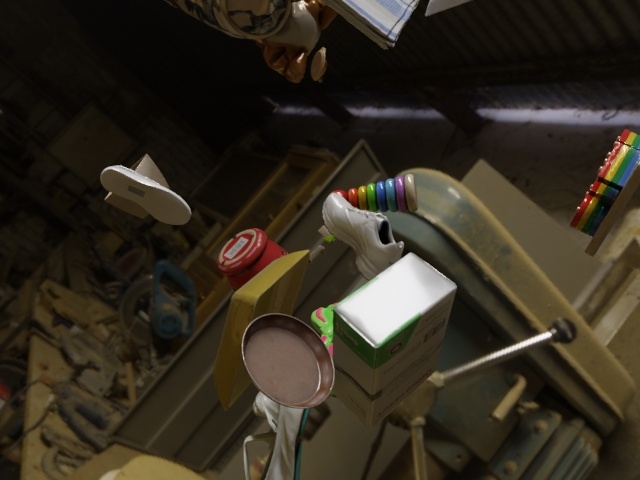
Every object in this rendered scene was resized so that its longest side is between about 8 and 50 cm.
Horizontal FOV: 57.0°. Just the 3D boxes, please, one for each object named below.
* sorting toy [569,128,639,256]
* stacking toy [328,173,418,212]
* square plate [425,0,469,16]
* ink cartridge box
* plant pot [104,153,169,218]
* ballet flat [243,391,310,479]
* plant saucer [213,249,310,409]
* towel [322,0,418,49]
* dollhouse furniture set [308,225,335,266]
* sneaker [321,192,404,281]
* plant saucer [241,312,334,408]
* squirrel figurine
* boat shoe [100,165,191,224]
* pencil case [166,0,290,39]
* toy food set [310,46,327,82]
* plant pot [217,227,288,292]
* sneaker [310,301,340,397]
[{"bbox_3d":[0.706,-0.132,1.427,0.089,0.255,0.257,30,-49,20],"label":"sorting toy"},{"bbox_3d":[0.187,-0.151,2.166,0.331,0.141,0.141,-8,-25,14],"label":"stacking toy"},{"bbox_3d":[0.393,-0.545,1.051,0.049,0.344,0.347,56,-21,-20],"label":"square plate"},{"bbox_3d":[0.133,0.199,1.144,0.122,0.211,0.289,39,-34,32],"label":"ink cartridge box"},{"bbox_3d":[-0.425,-0.119,1.397,0.096,0.109,0.109,44,28,-23],"label":"plant pot"},{"bbox_3d":[-0.085,0.383,1.182,0.139,0.399,0.139,10,1,0],"label":"ballet flat"},{"bbox_3d":[-0.157,0.201,1.474,0.081,0.332,0.333,23,25,12],"label":"plant saucer"},{"bbox_3d":[0.100,-0.514,1.191,0.209,0.285,0.034,35,-41,-9],"label":"towel"},{"bbox_3d":[0.000,0.000,1.675,0.058,0.151,0.076,42,-10,8],"label":"dollhouse furniture set"},{"bbox_3d":[0.112,-0.029,1.462,0.111,0.129,0.297,-4,43,-41],"label":"sneaker"},{"bbox_3d":[-0.055,0.195,0.941,0.169,0.029,0.168,24,39,-22],"label":"plant saucer"},{"bbox_3d":[-0.189,-0.710,1.792,0.371,0.281,0.397,28,9,-27],"label":"squirrel figurine"},{"bbox_3d":[-0.338,-0.092,1.158,0.184,0.066,0.063,22,21,-10],"label":"boat shoe"},{"bbox_3d":[-0.215,-0.560,1.296,0.410,0.184,0.159,41,-20,45],"label":"pencil case"},{"bbox_3d":[-0.003,-0.452,1.525,0.020,0.082,0.083,7,41,-24],"label":"toy food set"},{"bbox_3d":[-0.185,0.075,1.688,0.174,0.191,0.191,51,-12,-32],"label":"plant pot"},{"bbox_3d":[0.073,0.365,1.911,0.482,0.185,0.202,-87,155,-72],"label":"sneaker"}]
